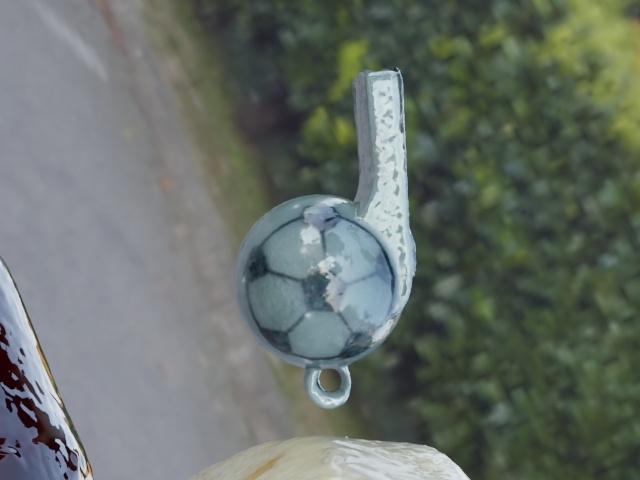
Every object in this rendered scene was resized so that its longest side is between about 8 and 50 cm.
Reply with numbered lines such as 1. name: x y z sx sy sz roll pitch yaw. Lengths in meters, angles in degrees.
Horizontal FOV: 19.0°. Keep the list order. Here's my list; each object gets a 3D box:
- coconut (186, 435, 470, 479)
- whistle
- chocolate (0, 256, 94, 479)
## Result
1. coconut: 0.019 0.224 0.819 0.266 0.237 0.237 56 9 -17
2. whistle: 0.000 0.000 1.639 0.163 0.164 0.289 -4 91 -82
3. chocolate: -0.366 0.126 1.463 0.383 0.384 0.331 15 61 -80
